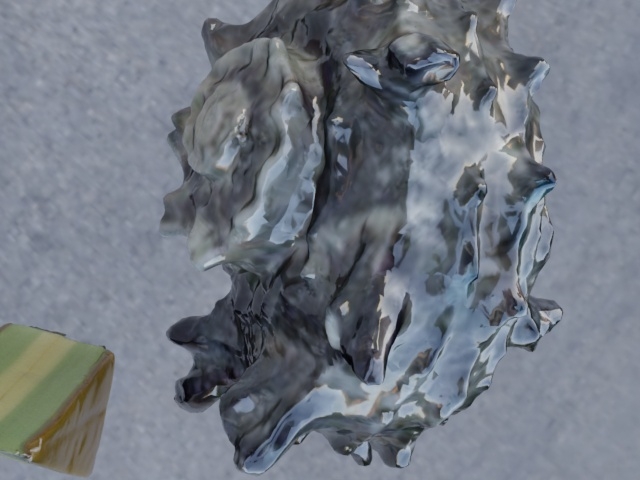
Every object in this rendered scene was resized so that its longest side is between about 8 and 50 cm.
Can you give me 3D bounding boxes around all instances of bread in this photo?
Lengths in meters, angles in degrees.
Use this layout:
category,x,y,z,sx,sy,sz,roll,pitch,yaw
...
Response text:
category,x,y,z,sx,sy,sz,roll,pitch,yaw
bread,-0.167,0.110,0.738,0.139,0.074,0.084,-63,168,-71

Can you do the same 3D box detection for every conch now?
category,x,y,z,sx,sy,sz,roll,pitch,yaw
conch,0.002,-0.010,0.674,0.186,0.240,0.313,-23,149,-24
